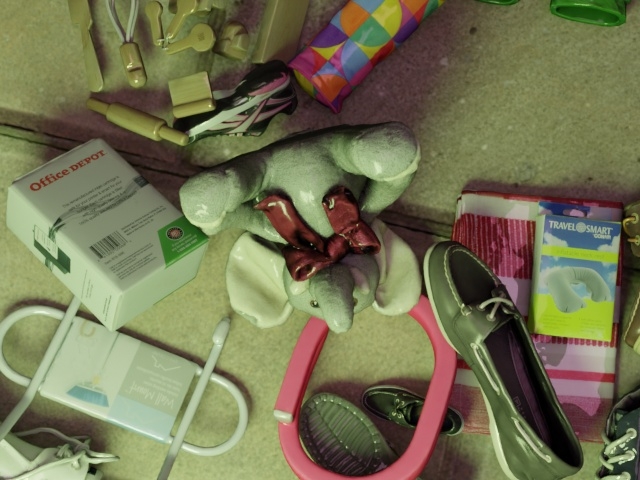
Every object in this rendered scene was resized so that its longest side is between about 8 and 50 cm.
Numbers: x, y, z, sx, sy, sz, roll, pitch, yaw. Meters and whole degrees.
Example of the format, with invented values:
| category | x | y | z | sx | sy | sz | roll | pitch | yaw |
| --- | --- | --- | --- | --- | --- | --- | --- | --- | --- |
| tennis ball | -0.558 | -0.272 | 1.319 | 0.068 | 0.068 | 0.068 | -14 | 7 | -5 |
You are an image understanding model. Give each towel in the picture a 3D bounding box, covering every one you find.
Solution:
| category | x | y | z | sx | sy | sz | roll | pitch | yaw |
| --- | --- | --- | --- | --- | --- | --- | --- | --- | --- |
| towel | 0.287 | 0.101 | 1.436 | 0.237 | 0.037 | 0.329 | 5 | 87 | -3 |

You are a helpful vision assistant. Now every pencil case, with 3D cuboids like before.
| category | x | y | z | sx | sy | sz | roll | pitch | yaw |
| --- | --- | --- | --- | --- | --- | --- | --- | --- | --- |
| pencil case | 0.065 | -0.277 | 1.413 | 0.236 | 0.104 | 0.104 | -44 | 90 | -3 |

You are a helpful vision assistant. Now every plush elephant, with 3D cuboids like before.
| category | x | y | z | sx | sy | sz | roll | pitch | yaw |
| --- | --- | --- | --- | --- | --- | --- | --- | --- | --- |
| plush elephant | 0.000 | 0.000 | 1.305 | 0.271 | 0.330 | 0.256 | -15 | 100 | 2 |

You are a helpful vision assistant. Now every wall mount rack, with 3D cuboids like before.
| category | x | y | z | sx | sy | sz | roll | pitch | yaw |
| --- | --- | --- | --- | --- | --- | --- | --- | --- | --- |
| wall mount rack | -0.264 | 0.199 | 1.322 | 0.350 | 0.130 | 0.304 | 22 | 61 | -2 |

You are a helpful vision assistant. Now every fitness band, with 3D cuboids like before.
| category | x | y | z | sx | sy | sz | roll | pitch | yaw |
| --- | --- | --- | --- | --- | --- | --- | --- | --- | --- |
| fitness band | 0.060 | 0.187 | 1.363 | 0.209 | 0.054 | 0.291 | 15 | 65 | 13 |

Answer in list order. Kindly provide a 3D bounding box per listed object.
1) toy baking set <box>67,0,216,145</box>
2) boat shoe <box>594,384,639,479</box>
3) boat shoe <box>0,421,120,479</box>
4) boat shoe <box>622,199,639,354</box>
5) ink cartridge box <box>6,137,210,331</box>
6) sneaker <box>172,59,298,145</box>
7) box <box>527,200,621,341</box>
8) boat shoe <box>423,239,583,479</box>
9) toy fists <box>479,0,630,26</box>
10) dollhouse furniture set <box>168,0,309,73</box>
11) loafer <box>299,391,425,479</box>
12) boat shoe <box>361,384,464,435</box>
| category | x | y | z | sx | sy | sz | roll | pitch | yaw |
| --- | --- | --- | --- | --- | --- | --- | --- | --- | --- |
| toy baking set | -0.234 | -0.238 | 1.397 | 0.256 | 0.030 | 0.197 | 18 | 99 | 23 |
| boat shoe | 0.392 | 0.306 | 1.383 | 0.340 | 0.127 | 0.158 | -38 | 98 | -13 |
| boat shoe | -0.324 | 0.309 | 1.348 | 0.156 | 0.136 | 0.367 | -38 | 92 | -4 |
| boat shoe | 0.462 | -0.017 | 1.422 | 0.123 | 0.123 | 0.342 | 22 | 92 | 27 |
| ink cartridge box | -0.268 | -0.012 | 1.334 | 0.208 | 0.087 | 0.153 | 43 | 50 | 16 |
| sneaker | -0.109 | -0.162 | 1.415 | 0.178 | 0.072 | 0.077 | -23 | 129 | 13 |
| box | 0.334 | 0.039 | 1.407 | 0.109 | 0.042 | 0.178 | 6 | 86 | -6 |
| boat shoe | 0.239 | 0.147 | 1.346 | 0.112 | 0.095 | 0.335 | -25 | 94 | -40 |
| toy fists | 0.302 | -0.387 | 1.431 | 0.279 | 0.096 | 0.142 | 11 | 85 | -1 |
| dollhouse furniture set | -0.117 | -0.315 | 1.442 | 0.151 | 0.123 | 0.144 | 17 | 86 | -37 |
| loafer | 0.066 | 0.303 | 1.391 | 0.094 | 0.087 | 0.251 | -41 | 72 | -11 |
| boat shoe | 0.118 | 0.221 | 1.398 | 0.142 | 0.040 | 0.049 | 12 | 89 | 20 |
